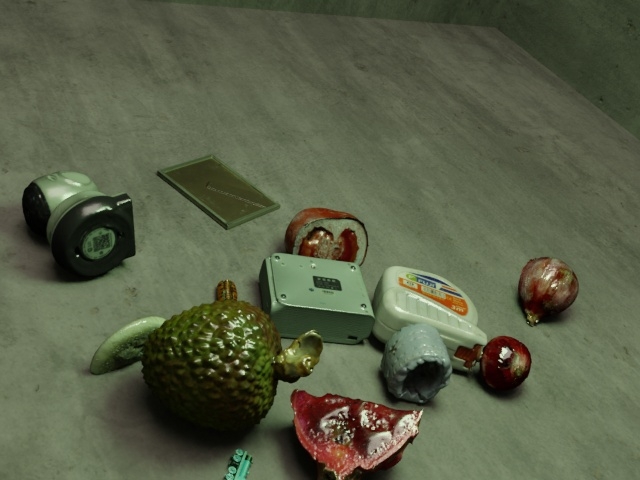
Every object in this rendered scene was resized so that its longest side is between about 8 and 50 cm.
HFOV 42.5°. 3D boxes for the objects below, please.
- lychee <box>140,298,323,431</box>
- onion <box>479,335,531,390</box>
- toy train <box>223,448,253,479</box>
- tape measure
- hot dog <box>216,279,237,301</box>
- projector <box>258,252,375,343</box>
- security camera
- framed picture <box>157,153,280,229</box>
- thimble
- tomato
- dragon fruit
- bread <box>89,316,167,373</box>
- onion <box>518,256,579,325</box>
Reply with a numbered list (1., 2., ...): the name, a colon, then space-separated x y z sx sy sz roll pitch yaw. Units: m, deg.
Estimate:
1. lychee: -0.182 0.238 1.593 0.319 0.270 0.270 26 34 -2
2. onion: 0.428 0.286 1.921 0.131 0.131 0.131 12 35 -9
3. toy train: -0.153 0.429 1.541 0.045 0.029 0.092 25 33 -3
4. tape measure: 0.254 0.185 1.985 0.258 0.130 0.265 18 29 -5
5. hot dog: -0.216 0.131 1.922 0.049 0.037 0.122 3 35 -16
6. projector: -0.012 0.132 1.950 0.250 0.108 0.198 7 35 -14
7. security camera: -0.572 -0.060 1.903 0.191 0.197 0.277 -22 44 -32
8. framed picture: -0.282 -0.142 2.291 0.289 0.016 0.213 36 38 25
9. thimble: 0.211 0.272 1.817 0.127 0.151 0.118 18 32 -22
10. tomato: 0.000 0.000 2.115 0.214 0.181 0.155 8 17 -28
11. dragon fruit: 0.051 0.410 1.591 0.262 0.134 0.212 10 44 16
12. bread: -0.371 0.206 1.679 0.193 0.112 0.036 -17 52 -40
13. onion: 0.597 0.142 2.198 0.159 0.159 0.195 27 65 13
